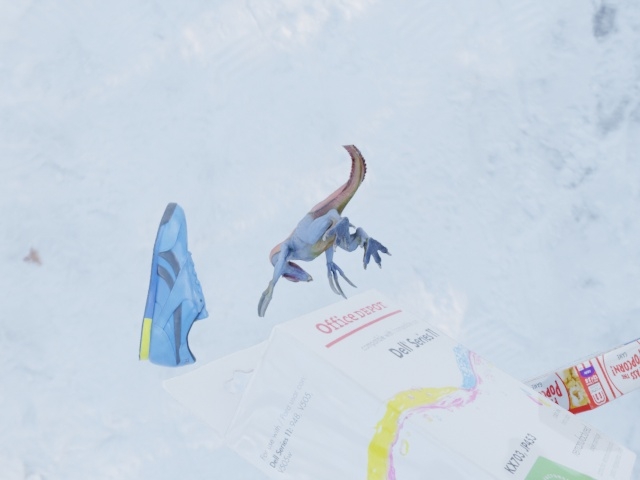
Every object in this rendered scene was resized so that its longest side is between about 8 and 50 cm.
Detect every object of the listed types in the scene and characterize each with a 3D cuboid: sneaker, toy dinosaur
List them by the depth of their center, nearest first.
[{"bbox_3d":[0.000,0.000,0.416,0.047,0.082,0.090,15,87,-31],"label":"toy dinosaur"},{"bbox_3d":[-0.180,0.057,1.035,0.082,0.069,0.209,6,82,-6],"label":"sneaker"}]

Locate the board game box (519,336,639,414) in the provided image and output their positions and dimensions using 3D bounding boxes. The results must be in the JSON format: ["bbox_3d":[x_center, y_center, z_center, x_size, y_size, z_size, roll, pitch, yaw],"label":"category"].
[{"bbox_3d":[0.247,0.156,0.844,0.147,0.193,0.045,-12,74,-34],"label":"board game box"}]

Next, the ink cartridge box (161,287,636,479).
[{"bbox_3d":[0.067,0.153,0.684,0.353,0.207,0.119,32,108,20],"label":"ink cartridge box"}]
